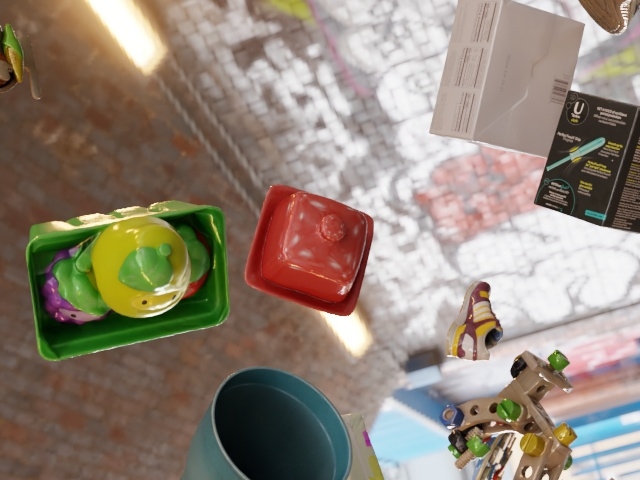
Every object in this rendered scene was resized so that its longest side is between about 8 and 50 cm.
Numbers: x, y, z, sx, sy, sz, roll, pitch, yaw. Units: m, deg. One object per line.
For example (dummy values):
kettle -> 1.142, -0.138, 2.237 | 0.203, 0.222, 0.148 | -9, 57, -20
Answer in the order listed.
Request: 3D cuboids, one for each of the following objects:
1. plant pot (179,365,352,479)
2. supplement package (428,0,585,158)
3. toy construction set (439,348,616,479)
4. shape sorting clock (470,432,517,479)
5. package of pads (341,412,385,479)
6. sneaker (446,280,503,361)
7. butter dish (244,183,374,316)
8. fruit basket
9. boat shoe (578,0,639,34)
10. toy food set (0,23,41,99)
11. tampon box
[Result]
plant pot -> -0.121, 0.407, 2.106 | 0.272, 0.255, 0.271 | 21, -140, -19
supplement package -> 0.348, -0.301, 2.217 | 0.145, 0.204, 0.261 | 20, 98, 60
toy construction set -> 0.383, 0.330, 1.999 | 0.309, 0.237, 0.257 | 41, -173, -16
shape sorting clock -> 0.313, 0.433, 2.177 | 0.206, 0.040, 0.206 | -50, -29, -43
package of pads -> 0.048, 0.543, 2.494 | 0.101, 0.229, 0.296 | -5, -117, -32
sneaker -> 0.276, 0.141, 2.020 | 0.185, 0.084, 0.069 | -58, -27, -44
butter dish -> 0.000, 0.000, 1.558 | 0.118, 0.160, 0.159 | 135, 152, -65
fruit basket -> -0.327, 0.067, 2.104 | 0.392, 0.392, 0.282 | -76, -13, -66
boat shoe -> 0.399, -0.351, 1.549 | 0.103, 0.092, 0.285 | 49, 180, 11
toy food set -> -0.487, -0.271, 1.706 | 0.192, 0.038, 0.132 | 3, -120, -42
tampon box -> 0.378, -0.103, 1.564 | 0.101, 0.120, 0.161 | 8, -79, -42
